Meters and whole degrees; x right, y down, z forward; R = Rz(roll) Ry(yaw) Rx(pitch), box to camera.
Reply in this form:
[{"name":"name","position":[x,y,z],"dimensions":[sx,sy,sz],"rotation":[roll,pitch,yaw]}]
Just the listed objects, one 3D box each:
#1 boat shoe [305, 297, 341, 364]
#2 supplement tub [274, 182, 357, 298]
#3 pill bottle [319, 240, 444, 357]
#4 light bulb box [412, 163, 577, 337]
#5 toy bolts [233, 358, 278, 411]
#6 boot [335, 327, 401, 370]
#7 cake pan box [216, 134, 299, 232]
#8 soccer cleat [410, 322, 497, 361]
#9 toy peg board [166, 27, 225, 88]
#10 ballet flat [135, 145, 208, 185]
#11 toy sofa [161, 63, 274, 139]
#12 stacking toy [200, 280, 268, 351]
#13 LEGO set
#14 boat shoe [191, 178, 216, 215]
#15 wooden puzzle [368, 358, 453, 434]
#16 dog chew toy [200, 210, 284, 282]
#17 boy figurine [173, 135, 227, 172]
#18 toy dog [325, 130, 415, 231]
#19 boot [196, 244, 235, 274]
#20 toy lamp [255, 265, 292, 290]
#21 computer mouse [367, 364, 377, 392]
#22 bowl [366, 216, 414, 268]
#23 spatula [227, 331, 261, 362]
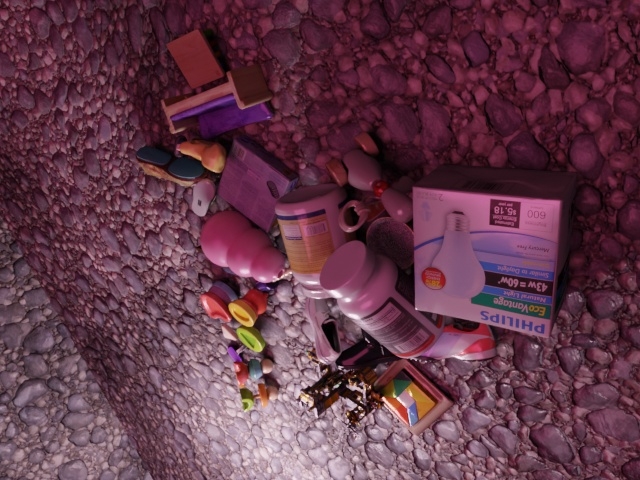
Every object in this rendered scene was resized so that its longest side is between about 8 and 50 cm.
[{"name":"boat shoe","position":[0.016,0.287,1.851],"dimensions":[0.088,0.096,0.267],"rotation":[-45,41,39]},{"name":"supplement tub","position":[0.000,0.000,1.688],"dimensions":[0.229,0.228,0.316],"rotation":[0,112,36]},{"name":"pill bottle","position":[0.181,0.171,1.575],"dimensions":[0.210,0.210,0.363],"rotation":[-22,127,41]},{"name":"light bulb box","position":[0.441,0.013,1.385],"dimensions":[0.358,0.225,0.360],"rotation":[9,117,32]},{"name":"toy bolts","position":[-0.274,0.573,2.280],"dimensions":[0.218,0.159,0.228],"rotation":[-117,19,-50]},{"name":"boot","position":[0.148,0.313,1.799],"dimensions":[0.247,0.094,0.207],"rotation":[-13,104,12]},{"name":"cake pan box","position":[-0.227,-0.195,1.857],"dimensions":[0.267,0.070,0.245],"rotation":[37,127,14]},{"name":"soccer cleat","position":[0.389,0.313,1.674],"dimensions":[0.318,0.109,0.116],"rotation":[-11,86,40]},{"name":"toy peg board","position":[-0.390,-0.607,1.767],"dimensions":[0.161,0.079,0.160],"rotation":[-6,125,38]},{"name":"ballet flat","position":[-0.549,-0.265,2.032],"dimensions":[0.349,0.123,0.123],"rotation":[20,123,25]},{"name":"toy sofa","position":[-0.335,-0.431,1.756],"dimensions":[0.363,0.150,0.177],"rotation":[-7,108,38]},{"name":"stacking toy","position":[-0.315,0.290,2.167],"dimensions":[0.309,0.130,0.279],"rotation":[12,136,38]},{"name":"LEGO set","position":[0.041,0.536,1.924],"dimensions":[0.331,0.192,0.254],"rotation":[28,133,36]},{"name":"boat shoe","position":[-0.423,-0.173,1.978],"dimensions":[0.078,0.070,0.219],"rotation":[33,146,-6]},{"name":"wooden puzzle","position":[0.306,0.545,1.864],"dimensions":[0.239,0.044,0.220],"rotation":[40,124,11]},{"name":"dog chew toy","position":[-0.264,0.033,1.900],"dimensions":[0.332,0.207,0.206],"rotation":[31,128,24]},{"name":"boy figurine","position":[-0.394,-0.298,1.841],"dimensions":[0.285,0.177,0.092],"rotation":[26,106,48]},{"name":"toy dog","position":[0.152,-0.147,1.519],"dimensions":[0.220,0.161,0.333],"rotation":[-22,56,14]},{"name":"boot","position":[-0.393,0.074,2.105],"dimensions":[0.219,0.082,0.106],"rotation":[8,115,30]},{"name":"toy lamp","position":[-0.132,0.121,1.948],"dimensions":[0.275,0.080,0.080],"rotation":[-24,98,40]},{"name":"computer mouse","position":[0.179,0.467,1.937],"dimensions":[0.071,0.041,0.241],"rotation":[-1,119,15]},{"name":"bowl","position":[0.230,-0.005,1.621],"dimensions":[0.170,0.080,0.170],"rotation":[16,122,28]},{"name":"spatula","position":[-0.322,0.449,2.282],"dimensions":[0.084,0.030,0.296],"rotation":[51,132,6]}]
